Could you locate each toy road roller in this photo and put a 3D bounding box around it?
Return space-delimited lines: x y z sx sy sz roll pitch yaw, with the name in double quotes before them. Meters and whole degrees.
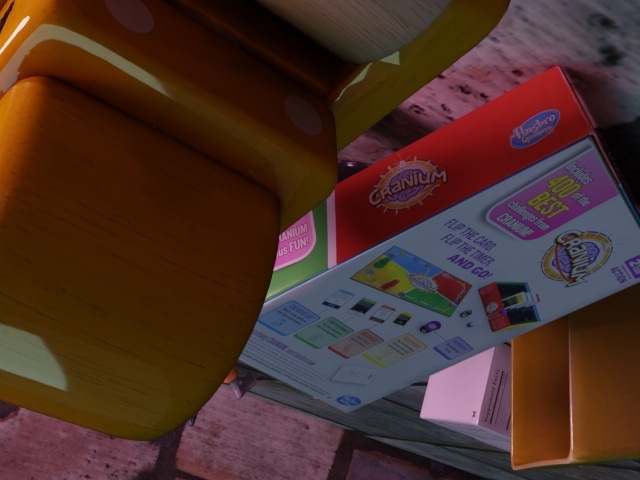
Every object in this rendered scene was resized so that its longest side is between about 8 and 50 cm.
"toy road roller" -0.072 -0.058 0.421 0.203 0.240 0.330 27 133 -32

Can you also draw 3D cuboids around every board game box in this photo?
"board game box" 0.090 0.023 0.713 0.317 0.064 0.242 -27 145 18

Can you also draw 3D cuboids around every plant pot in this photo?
"plant pot" 0.308 0.124 0.898 0.187 0.212 0.212 4 164 -1

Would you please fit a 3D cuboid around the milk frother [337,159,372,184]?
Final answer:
"milk frother" 0.000 0.000 0.884 0.129 0.134 0.143 21 163 -3

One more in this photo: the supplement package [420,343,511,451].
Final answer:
"supplement package" 0.303 0.258 1.433 0.244 0.133 0.139 26 162 -30

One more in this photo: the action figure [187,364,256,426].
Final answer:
"action figure" -0.200 0.210 1.617 0.342 0.178 0.330 17 152 15
